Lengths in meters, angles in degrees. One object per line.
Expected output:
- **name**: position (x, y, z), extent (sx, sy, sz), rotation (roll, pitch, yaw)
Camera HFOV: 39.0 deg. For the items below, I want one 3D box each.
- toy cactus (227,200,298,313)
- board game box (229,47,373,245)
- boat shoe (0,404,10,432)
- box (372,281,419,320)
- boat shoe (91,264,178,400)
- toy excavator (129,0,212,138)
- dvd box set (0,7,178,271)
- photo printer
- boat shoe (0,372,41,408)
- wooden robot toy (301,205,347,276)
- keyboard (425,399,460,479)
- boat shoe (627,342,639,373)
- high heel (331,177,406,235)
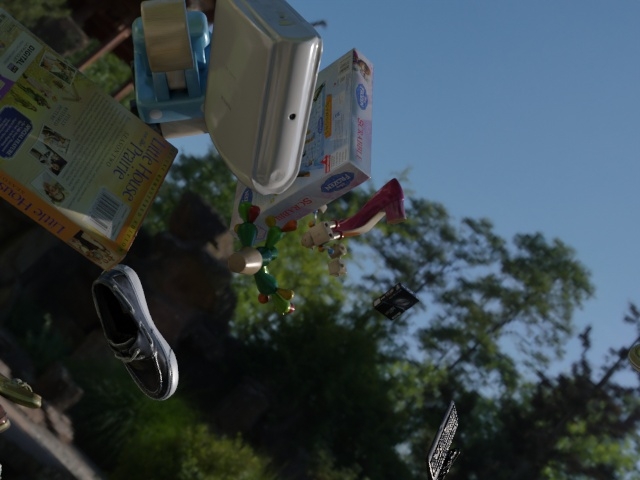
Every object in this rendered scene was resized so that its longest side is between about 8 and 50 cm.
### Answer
- **toy cactus**: position (-0.104, 0.034, 1.615), extent (0.180, 0.112, 0.218), rotation (-14, 93, -71)
- **board game box**: position (-0.035, -0.183, 1.789), extent (0.318, 0.318, 0.066), rotation (-28, -49, 34)
- **boat shoe**: position (-0.721, 0.386, 1.849), extent (0.064, 0.178, 0.060), rotation (-5, -78, 37)
- **box**: position (0.168, 0.136, 2.015), extent (0.067, 0.083, 0.018), rotation (38, 25, -34)
- **boat shoe**: position (-0.379, 0.200, 1.821), extent (0.102, 0.108, 0.301), rotation (-54, 131, -66)
- **toy excavator**: position (-0.305, -0.379, 1.850), extent (0.445, 0.223, 0.432), rotation (86, -6, -48)
- **dvd box set**: position (-0.463, -0.180, 1.541), extent (0.420, 0.307, 0.062), rotation (38, -49, -22)
- **photo printer**: position (-0.108, -0.247, 1.519), extent (0.256, 0.107, 0.307), rotation (54, -38, 44)
- **boat shoe**: position (-0.558, 0.252, 1.608), extent (0.153, 0.048, 0.056), rotation (19, -25, 17)
- **wooden robot toy**: position (0.000, 0.000, 1.903), extent (0.076, 0.079, 0.173), rotation (-8, 74, -58)
- **keyboard**: position (0.260, 0.419, 1.841), extent (0.038, 0.192, 0.100), rotation (4, -59, 24)
- **boat shoe**: position (0.863, 0.278, 2.132), extent (0.302, 0.109, 0.094), rotation (5, -35, 48)
- **high heel**: position (0.114, -0.084, 2.446), extent (0.082, 0.244, 0.117), rotation (8, 69, -57)
